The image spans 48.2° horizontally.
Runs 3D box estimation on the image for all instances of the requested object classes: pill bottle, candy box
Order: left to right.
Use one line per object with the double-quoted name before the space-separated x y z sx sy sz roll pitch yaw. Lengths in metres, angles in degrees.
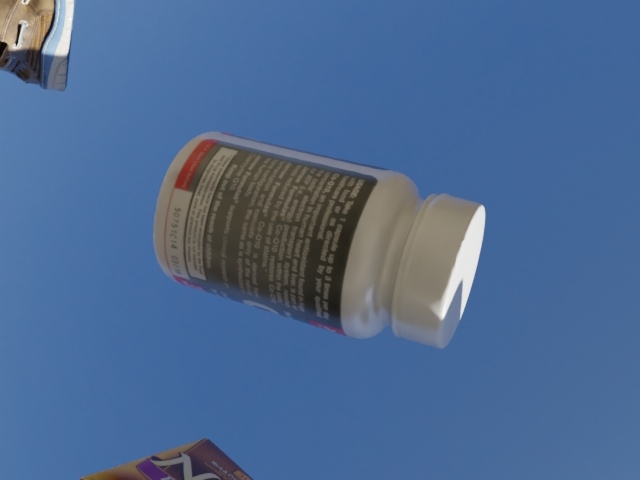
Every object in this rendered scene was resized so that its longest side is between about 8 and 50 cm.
"candy box" -0.115 0.230 0.594 0.109 0.186 0.053 35 -84 20
"pill bottle" 0.000 0.000 0.686 0.283 0.161 0.161 15 -97 19

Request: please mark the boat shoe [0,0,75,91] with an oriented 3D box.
"boat shoe" -0.217 -0.175 0.529 0.183 0.066 0.066 125 -37 -54
